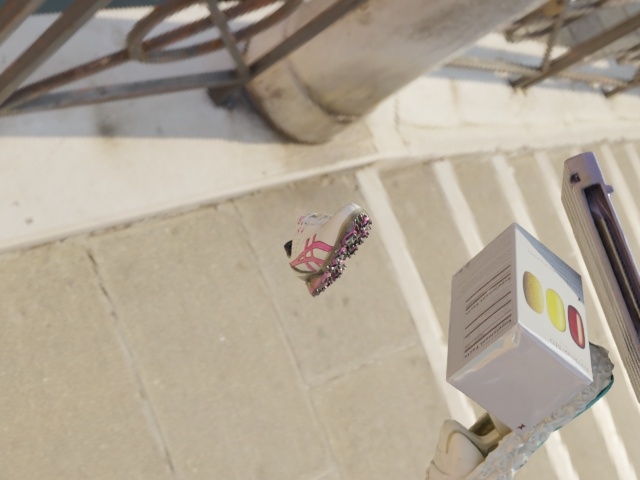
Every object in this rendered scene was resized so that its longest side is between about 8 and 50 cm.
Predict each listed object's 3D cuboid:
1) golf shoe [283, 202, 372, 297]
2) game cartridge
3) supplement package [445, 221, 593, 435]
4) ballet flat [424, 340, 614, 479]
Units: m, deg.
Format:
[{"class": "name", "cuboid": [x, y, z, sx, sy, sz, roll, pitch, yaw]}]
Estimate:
[{"class": "golf shoe", "cuboid": [0.000, 0.000, 1.361, 0.067, 0.186, 0.086, -37, 81, -31]}, {"class": "game cartridge", "cuboid": [0.443, 0.061, 1.684, 0.230, 0.068, 0.355, 37, 34, -72]}, {"class": "supplement package", "cuboid": [0.265, 0.115, 1.522, 0.139, 0.134, 0.244, 37, 30, -15]}, {"class": "ballet flat", "cuboid": [0.265, 0.285, 1.734, 0.147, 0.409, 0.147, 44, 6, -5]}]
